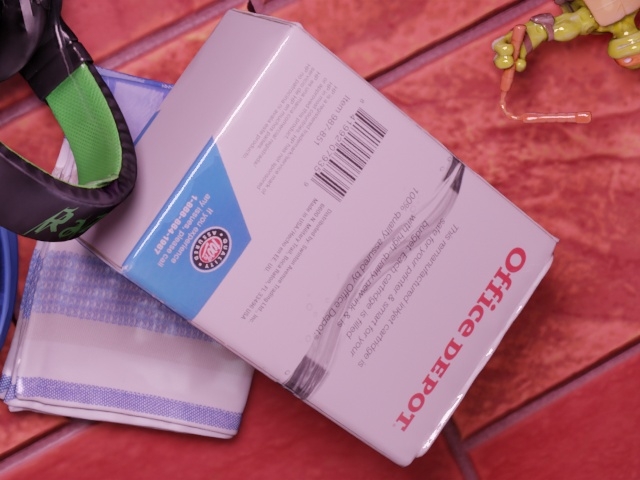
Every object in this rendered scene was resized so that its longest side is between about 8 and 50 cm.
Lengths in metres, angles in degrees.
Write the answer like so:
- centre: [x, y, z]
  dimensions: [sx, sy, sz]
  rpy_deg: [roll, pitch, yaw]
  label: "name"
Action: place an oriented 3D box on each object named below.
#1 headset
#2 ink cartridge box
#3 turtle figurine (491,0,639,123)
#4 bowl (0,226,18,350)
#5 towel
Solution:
- centre: [-0.256, -0.185, 1.244]
  dimensions: [0.185, 0.243, 0.394]
  rpy_deg: [-40, 88, 19]
  label: "headset"
- centre: [0.000, 0.000, 1.405]
  dimensions: [0.307, 0.129, 0.223]
  rpy_deg: [37, 84, -29]
  label: "ink cartridge box"
- centre: [0.237, -0.231, 1.473]
  dimensions: [0.269, 0.087, 0.217]
  rpy_deg: [-25, 102, -2]
  label: "turtle figurine"
- centre: [-0.415, 0.024, 1.330]
  dimensions: [0.391, 0.077, 0.391]
  rpy_deg: [-4, 105, -17]
  label: "bowl"
- centre: [-0.128, 0.017, 1.444]
  dimensions: [0.209, 0.034, 0.285]
  rpy_deg: [12, 99, -21]
  label: "towel"
